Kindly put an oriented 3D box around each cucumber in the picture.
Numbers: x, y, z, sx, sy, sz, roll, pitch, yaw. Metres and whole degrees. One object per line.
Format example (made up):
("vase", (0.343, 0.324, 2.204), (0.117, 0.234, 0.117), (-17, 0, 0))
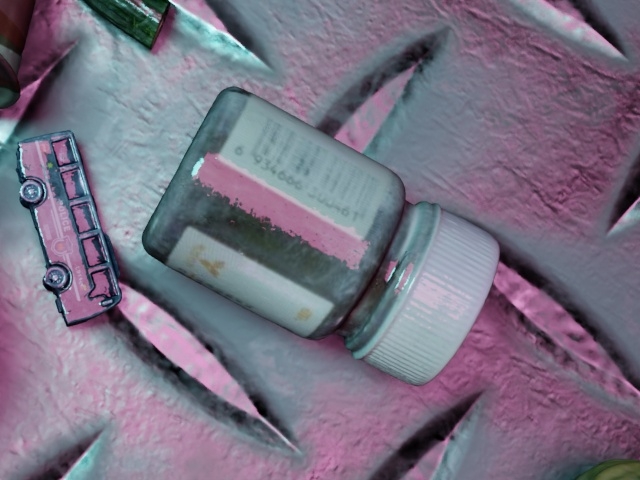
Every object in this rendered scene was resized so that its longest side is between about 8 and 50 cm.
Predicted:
("cucumber", (-0.181, -0.218, 1.152), (0.105, 0.048, 0.048), (35, 80, -6))

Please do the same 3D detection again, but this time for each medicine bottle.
("medicine bottle", (0.000, 0.000, 1.110), (0.273, 0.165, 0.165), (29, 81, -8))

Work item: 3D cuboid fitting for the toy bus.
("toy bus", (-0.220, -0.011, 1.130), (0.065, 0.047, 0.165), (-17, 88, -15))

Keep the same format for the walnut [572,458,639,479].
("walnut", (0.283, 0.297, 1.125), (0.213, 0.213, 0.213), (1, 85, -10))

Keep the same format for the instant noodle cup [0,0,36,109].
("instant noodle cup", (-0.322, -0.233, 1.048), (0.235, 0.235, 0.178), (21, 73, -8))
